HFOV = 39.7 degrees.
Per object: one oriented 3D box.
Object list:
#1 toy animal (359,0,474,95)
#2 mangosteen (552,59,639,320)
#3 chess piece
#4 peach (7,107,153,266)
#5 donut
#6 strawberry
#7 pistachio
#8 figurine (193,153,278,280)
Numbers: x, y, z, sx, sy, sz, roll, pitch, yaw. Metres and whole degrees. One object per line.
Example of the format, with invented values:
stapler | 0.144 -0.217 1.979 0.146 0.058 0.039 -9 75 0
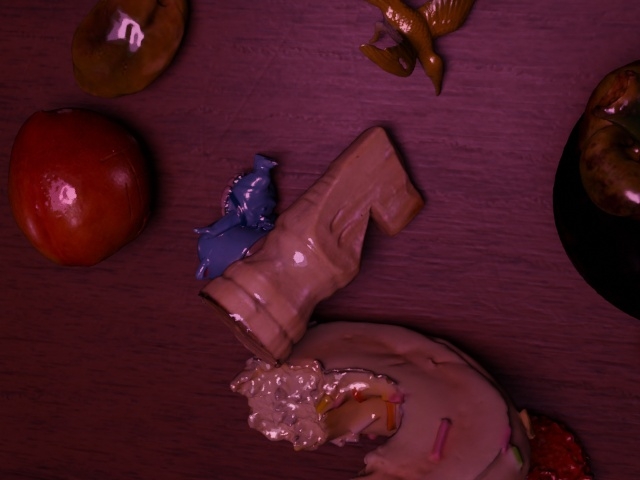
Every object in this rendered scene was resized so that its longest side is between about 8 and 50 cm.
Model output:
toy animal | 0.107 -0.241 1.038 0.095 0.155 0.219 31 65 28
mangosteen | 0.388 -0.048 0.897 0.297 0.313 0.296 0 93 5
chess piece | 0.000 0.000 1.043 0.137 0.137 0.301 42 76 0
peach | -0.303 -0.076 1.106 0.198 0.197 0.197 3 103 11
donut | 0.077 0.234 1.029 0.308 0.371 0.150 -13 122 -15
strawberry | 0.225 0.315 1.121 0.237 0.111 0.190 12 107 10
pistachio | -0.237 -0.244 1.095 0.189 0.100 0.110 -39 89 16
figurine | -0.076 -0.014 1.117 0.145 0.114 0.178 17 97 6
